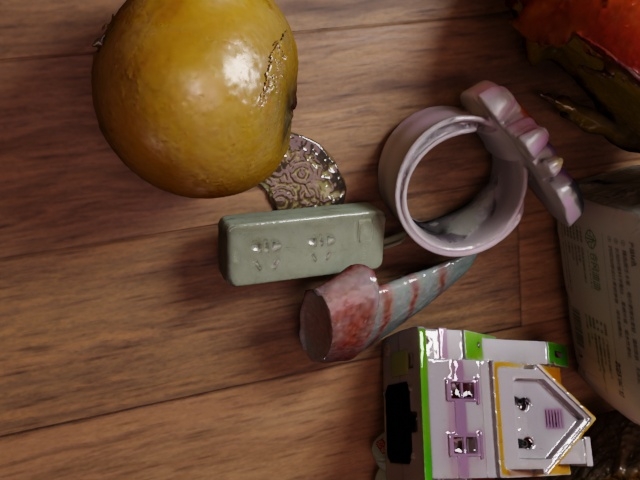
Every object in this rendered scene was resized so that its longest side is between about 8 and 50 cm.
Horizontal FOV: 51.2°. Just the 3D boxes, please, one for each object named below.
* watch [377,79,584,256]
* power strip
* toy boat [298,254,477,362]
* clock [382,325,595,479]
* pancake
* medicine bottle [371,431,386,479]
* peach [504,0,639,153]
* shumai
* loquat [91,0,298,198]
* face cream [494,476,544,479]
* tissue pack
[{"bbox_3d":[0.218,-0.075,0.943,0.231,0.196,0.244,-40,112,3],"label":"watch"},{"bbox_3d":[0.000,0.000,0.944,0.287,0.053,0.093,-7,112,-21],"label":"power strip"},{"bbox_3d":[0.109,0.087,0.989,0.282,0.096,0.206,-21,141,-24],"label":"toy boat"},{"bbox_3d":[0.259,0.263,1.010,0.309,0.166,0.235,5,73,-15],"label":"clock"},{"bbox_3d":[-0.051,-0.062,0.956,0.184,0.020,0.191,-10,103,-13],"label":"pancake"},{"bbox_3d":[0.158,0.411,1.083,0.121,0.083,0.229,-32,107,-11],"label":"medicine bottle"},{"bbox_3d":[0.439,-0.258,0.843,0.352,0.339,0.417,-17,81,26],"label":"peach"},{"bbox_3d":[0.515,0.477,1.124,0.283,0.217,0.346,35,89,-19],"label":"shumai"},{"bbox_3d":[-0.138,-0.180,0.782,0.262,0.263,0.263,-3,103,-14],"label":"loquat"},{"bbox_3d":[0.299,0.445,1.040,0.104,0.149,0.149,1,103,-42],"label":"face cream"},{"bbox_3d":[0.506,0.085,1.009,0.193,0.266,0.357,-14,105,-6],"label":"tissue pack"}]
